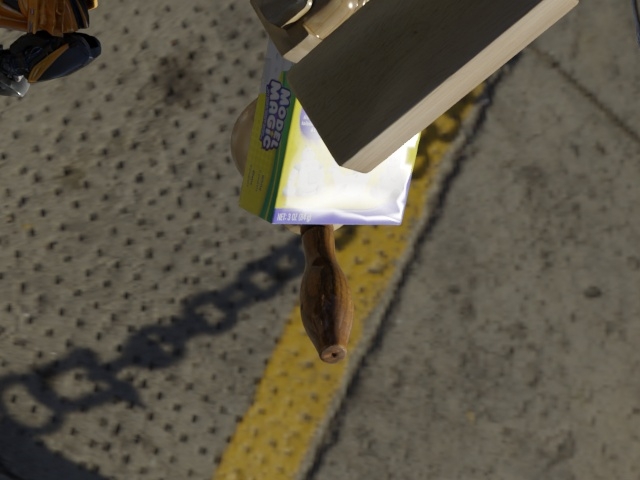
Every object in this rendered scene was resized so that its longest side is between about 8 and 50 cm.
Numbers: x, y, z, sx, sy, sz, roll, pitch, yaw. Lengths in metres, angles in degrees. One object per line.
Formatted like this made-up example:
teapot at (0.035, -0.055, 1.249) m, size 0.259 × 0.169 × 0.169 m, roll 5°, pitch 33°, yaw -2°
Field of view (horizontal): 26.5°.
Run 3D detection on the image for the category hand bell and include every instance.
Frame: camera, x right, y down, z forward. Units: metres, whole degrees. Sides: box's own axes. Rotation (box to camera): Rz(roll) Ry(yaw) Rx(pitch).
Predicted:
hand bell at (0.000, 0.000, 1.037) m, size 0.126 × 0.126 × 0.242 m, roll 25°, pitch 35°, yaw -28°

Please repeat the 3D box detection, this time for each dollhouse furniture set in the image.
dollhouse furniture set at (0.052, -0.125, 0.607) m, size 0.123 × 0.144 × 0.151 m, roll 11°, pitch 44°, yaw -60°

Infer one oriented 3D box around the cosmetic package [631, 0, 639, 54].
cosmetic package at (0.412, -0.210, 1.149) m, size 0.296 × 0.153 × 0.129 m, roll -12°, pitch 92°, yaw -40°

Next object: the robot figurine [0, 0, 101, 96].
robot figurine at (-0.262, -0.204, 0.869) m, size 0.085 × 0.291 × 0.211 m, roll -41°, pitch 141°, yaw -66°

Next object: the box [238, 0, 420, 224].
box at (0.018, -0.099, 0.815) m, size 0.105 × 0.043 × 0.179 m, roll -1°, pitch 107°, yaw -37°
